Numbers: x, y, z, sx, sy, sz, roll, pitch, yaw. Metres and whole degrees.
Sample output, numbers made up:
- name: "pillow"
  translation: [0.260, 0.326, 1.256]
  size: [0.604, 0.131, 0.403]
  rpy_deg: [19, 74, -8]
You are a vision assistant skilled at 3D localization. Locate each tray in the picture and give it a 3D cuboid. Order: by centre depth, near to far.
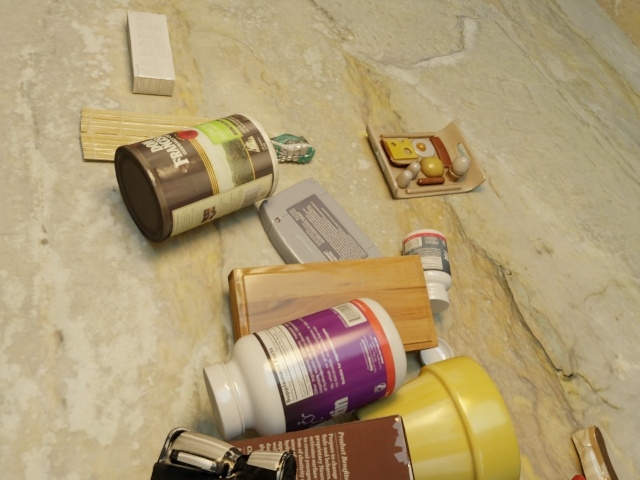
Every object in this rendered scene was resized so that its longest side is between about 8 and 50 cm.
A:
- name: "tray"
  translation: [0.030, 0.146, 1.134]
  size: [0.411, 0.076, 0.202]
  rpy_deg: [-4, 74, -19]

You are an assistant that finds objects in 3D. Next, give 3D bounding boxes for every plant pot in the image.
- name: "plant pot"
  translation: [0.192, 0.364, 1.017]
  size: [0.239, 0.254, 0.254]
  rpy_deg: [-12, 63, -11]

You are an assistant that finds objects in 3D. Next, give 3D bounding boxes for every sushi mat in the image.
- name: "sushi mat"
  translation: [-0.386, -0.238, 1.288]
  size: [0.317, 0.019, 0.151]
  rpy_deg: [0, 60, -22]

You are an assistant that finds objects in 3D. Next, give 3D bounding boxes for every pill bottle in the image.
- name: "pill bottle"
  translation: [-0.027, 0.225, 0.954]
  size: [0.323, 0.181, 0.181]
  rpy_deg: [-16, 66, -19]
- name: "pill bottle"
  translation: [0.251, 0.074, 1.298]
  size: [0.108, 0.108, 0.180]
  rpy_deg: [11, 56, -16]

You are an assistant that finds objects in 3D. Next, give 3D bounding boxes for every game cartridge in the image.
- name: "game cartridge"
  translation: [0.000, 0.000, 1.277]
  size: [0.196, 0.060, 0.294]
  rpy_deg: [-30, 74, -38]

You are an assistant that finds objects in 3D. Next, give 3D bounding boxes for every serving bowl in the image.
- name: "serving bowl"
  translation: [0.252, 0.257, 1.230]
  size: [0.083, 0.027, 0.083]
  rpy_deg: [11, 55, -17]

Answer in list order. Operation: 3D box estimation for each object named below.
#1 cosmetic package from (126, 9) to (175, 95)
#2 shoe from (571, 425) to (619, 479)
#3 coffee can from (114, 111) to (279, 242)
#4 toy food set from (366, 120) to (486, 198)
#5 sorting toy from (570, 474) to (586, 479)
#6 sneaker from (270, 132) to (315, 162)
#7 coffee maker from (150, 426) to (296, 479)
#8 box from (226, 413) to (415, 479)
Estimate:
- name: "cosmetic package"
  translation: [-0.430, -0.473, 1.396]
  size: [0.099, 0.060, 0.239]
  rpy_deg: [0, 59, -25]
- name: "shoe"
  translation: [0.607, 0.518, 1.200]
  size: [0.076, 0.058, 0.219]
  rpy_deg: [23, 50, -47]
- name: "coffee can"
  translation: [-0.256, -0.137, 1.162]
  size: [0.275, 0.201, 0.201]
  rpy_deg: [-26, 72, -34]
- name: "toy food set"
  translation: [0.290, -0.237, 1.526]
  size: [0.306, 0.092, 0.219]
  rpy_deg: [-7, 62, -27]
- name: "sorting toy"
  translation: [0.532, 0.656, 1.065]
  size: [0.126, 0.127, 0.365]
  rpy_deg: [-20, 68, 0]
- name: "sneaker"
  translation: [-0.100, -0.237, 1.393]
  size: [0.166, 0.065, 0.076]
  rpy_deg: [2, 42, -26]
- name: "coffee maker"
  translation: [-0.134, 0.357, 0.754]
  size: [0.178, 0.120, 0.171]
  rpy_deg: [7, 85, 17]
- name: "box"
  translation: [-0.043, 0.399, 0.843]
  size: [0.381, 0.143, 0.191]
  rpy_deg: [-11, 59, 8]
